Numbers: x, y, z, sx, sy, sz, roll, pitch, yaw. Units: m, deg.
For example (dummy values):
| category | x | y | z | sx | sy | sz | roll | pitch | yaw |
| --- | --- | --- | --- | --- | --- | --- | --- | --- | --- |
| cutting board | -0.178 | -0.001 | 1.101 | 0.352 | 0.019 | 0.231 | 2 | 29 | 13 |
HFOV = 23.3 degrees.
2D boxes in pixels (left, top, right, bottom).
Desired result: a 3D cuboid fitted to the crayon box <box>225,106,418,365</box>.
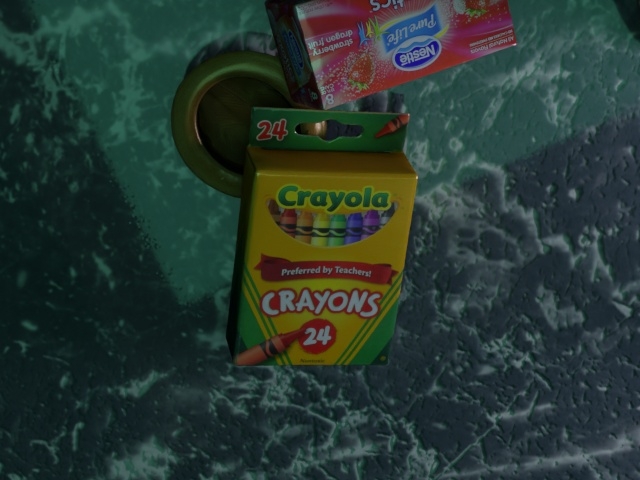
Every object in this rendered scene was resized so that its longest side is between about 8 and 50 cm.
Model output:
| category | x | y | z | sx | sy | sz | roll | pitch | yaw |
| --- | --- | --- | --- | --- | --- | --- | --- | --- | --- |
| crayon box | 0.000 | 0.000 | 1.886 | 0.202 | 0.081 | 0.318 | 0 | 116 | -12 |

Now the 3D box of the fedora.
| category | x | y | z | sx | sy | sz | roll | pitch | yaw |
| --- | --- | --- | --- | --- | --- | --- | --- | --- | --- |
| fedora | -0.088 | -0.148 | 1.890 | 0.194 | 0.079 | 0.194 | -3 | 112 | -6 |

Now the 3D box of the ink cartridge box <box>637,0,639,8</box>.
| category | x | y | z | sx | sy | sz | roll | pitch | yaw |
| --- | --- | --- | --- | --- | --- | --- | --- | --- | --- |
| ink cartridge box | 0.473 | -0.259 | 1.787 | 0.159 | 0.218 | 0.092 | -28 | 110 | 8 |

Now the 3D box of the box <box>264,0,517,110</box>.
| category | x | y | z | sx | sy | sz | roll | pitch | yaw |
| --- | --- | --- | --- | --- | --- | --- | --- | --- | --- |
| box | 0.082 | -0.252 | 1.802 | 0.257 | 0.122 | 0.128 | -20 | 107 | -15 |
